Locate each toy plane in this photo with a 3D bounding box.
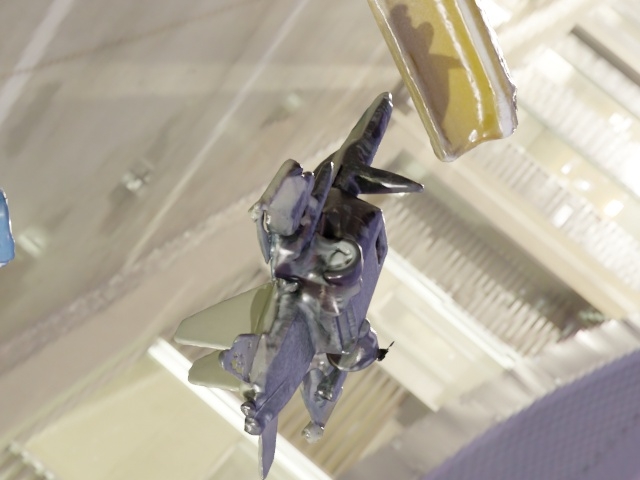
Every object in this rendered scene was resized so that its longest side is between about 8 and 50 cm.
[{"bbox_3d":[0.010,0.002,0.753,0.262,0.088,0.192,-56,150,-35],"label":"toy plane"}]

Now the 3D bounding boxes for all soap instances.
[{"bbox_3d":[0.075,-0.218,1.072,0.089,0.274,0.173,-22,-154,11],"label":"soap"}]

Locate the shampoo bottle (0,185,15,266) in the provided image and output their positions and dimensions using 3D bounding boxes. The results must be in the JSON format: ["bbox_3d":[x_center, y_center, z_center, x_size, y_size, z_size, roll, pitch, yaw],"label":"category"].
[{"bbox_3d":[-0.312,0.002,0.780,0.258,0.104,0.061,-6,129,-20],"label":"shampoo bottle"}]
